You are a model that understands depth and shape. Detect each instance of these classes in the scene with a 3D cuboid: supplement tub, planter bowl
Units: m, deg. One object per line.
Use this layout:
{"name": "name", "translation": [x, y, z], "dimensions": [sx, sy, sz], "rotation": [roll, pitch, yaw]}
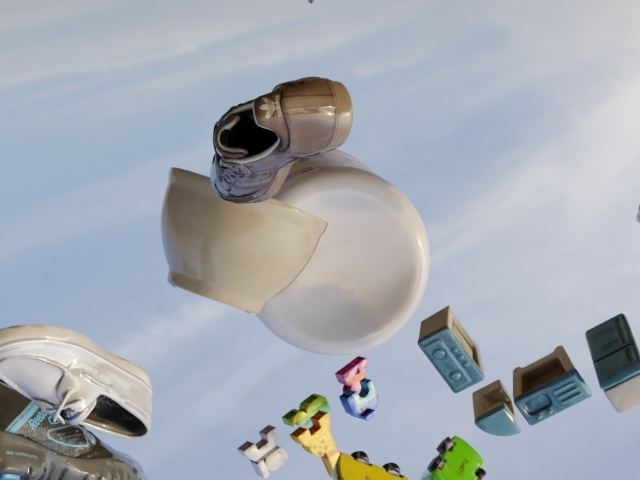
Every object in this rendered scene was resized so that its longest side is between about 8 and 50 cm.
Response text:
{"name": "supplement tub", "translation": [0.000, 0.000, 1.529], "dimensions": [0.241, 0.241, 0.331], "rotation": [-8, -167, -7]}
{"name": "planter bowl", "translation": [-0.087, 0.006, 1.089], "dimensions": [0.162, 0.109, 0.162], "rotation": [20, 178, 1]}

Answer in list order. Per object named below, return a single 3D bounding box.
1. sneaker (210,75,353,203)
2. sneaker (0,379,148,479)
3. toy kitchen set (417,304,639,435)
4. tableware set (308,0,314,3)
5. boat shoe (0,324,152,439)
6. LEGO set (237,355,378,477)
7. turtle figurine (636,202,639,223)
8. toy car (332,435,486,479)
{"name": "sneaker", "translation": [-0.051, -0.073, 0.800], "dimensions": [0.071, 0.066, 0.188], "rotation": [-2, 166, -30]}
{"name": "sneaker", "translation": [-0.284, 0.210, 1.178], "dimensions": [0.125, 0.139, 0.341], "rotation": [-23, 155, 9]}
{"name": "toy kitchen set", "translation": [0.239, 0.127, 1.262], "dimensions": [0.207, 0.166, 0.122], "rotation": [-31, -160, 16]}
{"name": "tableware set", "translation": [-0.016, -0.468, 1.724], "dimensions": [0.039, 0.128, 0.194], "rotation": [-36, 169, -30]}
{"name": "boat shoe", "translation": [-0.208, 0.125, 0.945], "dimensions": [0.066, 0.184, 0.063], "rotation": [-29, -126, 14]}
{"name": "LEGO set", "translation": [0.012, 0.261, 1.518], "dimensions": [0.227, 0.093, 0.087], "rotation": [-33, -158, -29]}
{"name": "turtle figurine", "translation": [0.485, -0.081, 1.362], "dimensions": [0.275, 0.266, 0.198], "rotation": [21, 149, -19]}
{"name": "toy car", "translation": [0.124, 0.289, 1.221], "dimensions": [0.239, 0.053, 0.225], "rotation": [42, -152, 4]}
